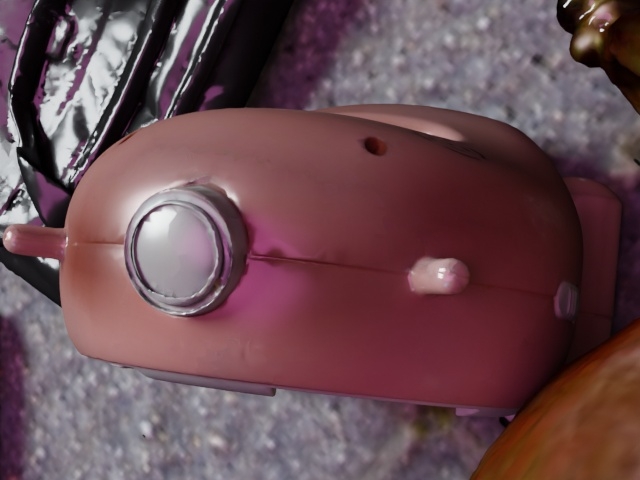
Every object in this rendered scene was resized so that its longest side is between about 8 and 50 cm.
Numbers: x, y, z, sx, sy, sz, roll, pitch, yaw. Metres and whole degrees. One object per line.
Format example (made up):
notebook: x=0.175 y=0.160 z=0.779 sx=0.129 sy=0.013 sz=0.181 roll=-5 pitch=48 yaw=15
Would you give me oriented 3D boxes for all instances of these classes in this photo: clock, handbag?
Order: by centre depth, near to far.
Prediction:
clock: x=0.000 y=0.000 z=0.550 sx=0.227 sy=0.241 sz=0.142 roll=4 pitch=89 yaw=27
handbag: x=-0.149 y=-0.118 z=0.711 sx=0.244 sy=0.088 sz=0.275 roll=34 pitch=103 yaw=18

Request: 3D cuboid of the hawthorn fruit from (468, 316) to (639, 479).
hawthorn fruit: x=0.179 y=0.163 z=0.443 sx=0.316 sy=0.316 sz=0.316 roll=0 pitch=90 yaw=26

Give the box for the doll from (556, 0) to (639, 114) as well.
doll: x=0.133 y=-0.174 z=0.477 sx=0.340 sy=0.318 sz=0.209 roll=36 pitch=74 yaw=16
